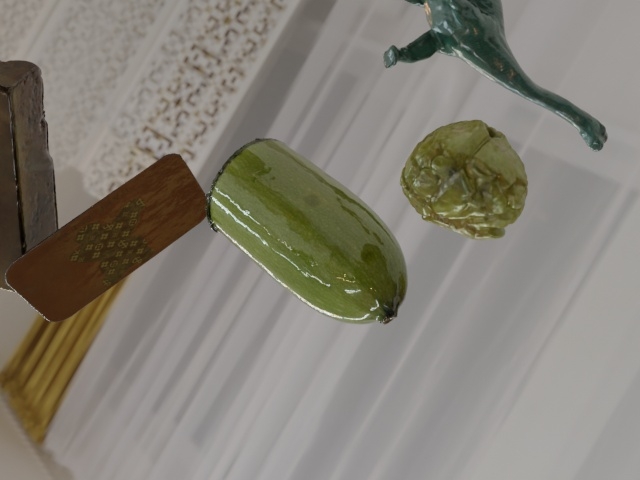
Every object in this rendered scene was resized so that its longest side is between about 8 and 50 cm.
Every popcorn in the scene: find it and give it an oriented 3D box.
[{"bbox_3d":[0.140,-0.061,1.123,0.120,0.106,0.116,2,150,18],"label":"popcorn"}]

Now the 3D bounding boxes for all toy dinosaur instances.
[{"bbox_3d":[0.221,-0.306,1.552,0.331,0.129,0.383,14,-127,-29],"label":"toy dinosaur"}]

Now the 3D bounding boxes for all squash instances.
[{"bbox_3d":[0.000,0.000,1.267,0.247,0.132,0.132,37,-176,31],"label":"squash"}]

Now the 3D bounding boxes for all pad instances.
[{"bbox_3d":[-0.267,0.001,1.502,0.004,0.267,0.181,51,174,28],"label":"pad"}]

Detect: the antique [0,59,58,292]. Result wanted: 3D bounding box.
[{"bbox_3d":[-0.392,-0.083,1.467,0.087,0.310,0.093,14,-143,12],"label":"antique"}]
